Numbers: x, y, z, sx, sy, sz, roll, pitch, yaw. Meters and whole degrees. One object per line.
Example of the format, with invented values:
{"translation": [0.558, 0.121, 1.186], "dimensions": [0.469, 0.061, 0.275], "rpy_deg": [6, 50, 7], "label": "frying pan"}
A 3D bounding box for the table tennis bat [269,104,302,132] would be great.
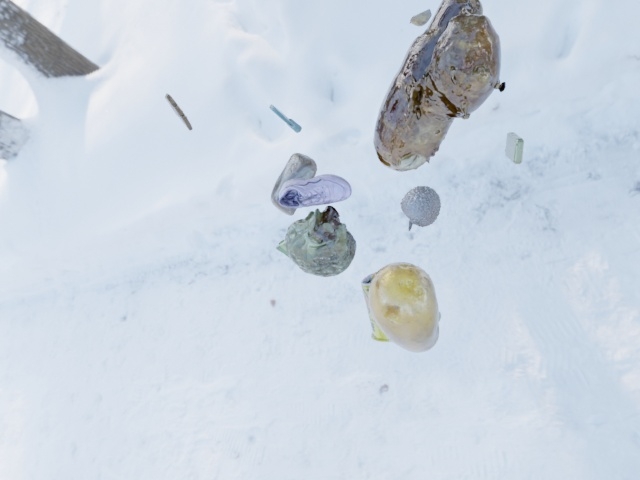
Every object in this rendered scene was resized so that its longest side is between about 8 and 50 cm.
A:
{"translation": [-0.133, -0.484, 1.677], "dimensions": [0.033, 0.201, 0.124], "rpy_deg": [-46, 65, 11], "label": "table tennis bat"}

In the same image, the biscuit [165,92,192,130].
{"translation": [-0.305, -0.277, 0.903], "dimensions": [0.016, 0.082, 0.092], "rpy_deg": [-39, 84, -9], "label": "biscuit"}

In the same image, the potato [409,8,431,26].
{"translation": [0.301, -0.653, 1.239], "dimensions": [0.036, 0.093, 0.037], "rpy_deg": [48, 147, 4], "label": "potato"}

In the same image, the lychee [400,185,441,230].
{"translation": [0.406, -0.131, 1.720], "dimensions": [0.197, 0.165, 0.165], "rpy_deg": [-53, 49, 19], "label": "lychee"}

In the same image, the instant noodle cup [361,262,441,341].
{"translation": [0.333, 0.259, 1.822], "dimensions": [0.325, 0.325, 0.254], "rpy_deg": [-17, 95, 29], "label": "instant noodle cup"}

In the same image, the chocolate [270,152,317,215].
{"translation": [-0.125, -0.242, 1.709], "dimensions": [0.157, 0.080, 0.254], "rpy_deg": [38, 102, 42], "label": "chocolate"}

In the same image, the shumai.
{"translation": [0.000, 0.001, 1.415], "dimensions": [0.255, 0.218, 0.189], "rpy_deg": [15, 63, 2], "label": "shumai"}

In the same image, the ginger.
{"translation": [0.243, -0.299, 0.908], "dimensions": [0.254, 0.176, 0.418], "rpy_deg": [-98, 25, -43], "label": "ginger"}

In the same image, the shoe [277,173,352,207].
{"translation": [-0.023, -0.152, 1.358], "dimensions": [0.244, 0.095, 0.138], "rpy_deg": [0, 27, 13], "label": "shoe"}

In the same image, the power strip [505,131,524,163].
{"translation": [0.592, -0.285, 1.274], "dimensions": [0.028, 0.169, 0.076], "rpy_deg": [0, 112, 14], "label": "power strip"}

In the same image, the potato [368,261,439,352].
{"translation": [0.171, 0.132, 0.834], "dimensions": [0.146, 0.234, 0.150], "rpy_deg": [17, 62, 27], "label": "potato"}

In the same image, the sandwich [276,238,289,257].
{"translation": [-0.150, 0.053, 2.028], "dimensions": [0.074, 0.116, 0.074], "rpy_deg": [-29, 17, 21], "label": "sandwich"}
